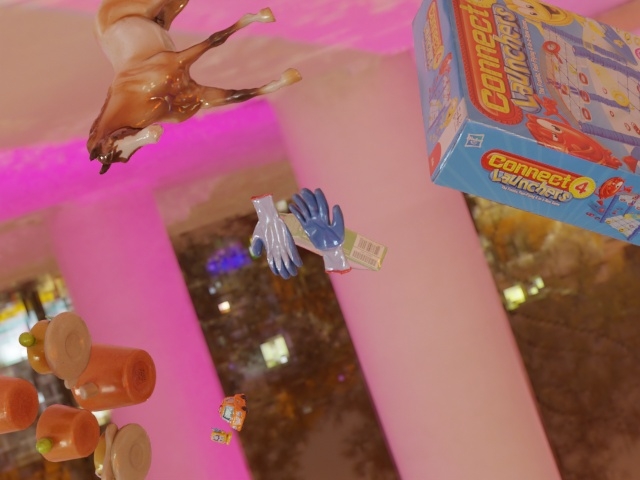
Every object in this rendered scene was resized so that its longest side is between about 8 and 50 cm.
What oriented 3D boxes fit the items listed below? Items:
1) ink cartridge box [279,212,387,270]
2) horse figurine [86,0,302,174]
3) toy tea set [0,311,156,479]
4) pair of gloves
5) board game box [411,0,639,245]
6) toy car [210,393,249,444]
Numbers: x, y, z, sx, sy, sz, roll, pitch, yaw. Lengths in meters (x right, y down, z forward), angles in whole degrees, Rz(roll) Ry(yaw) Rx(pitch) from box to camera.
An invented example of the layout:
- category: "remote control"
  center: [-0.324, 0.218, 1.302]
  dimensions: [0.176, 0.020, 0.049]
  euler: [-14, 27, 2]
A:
- category: "ink cartridge box"
  center: [0.000, 0.000, 2.260]
  dimensions: [0.171, 0.056, 0.235]
  euler: [24, 170, -22]
- category: "horse figurine"
  center: [-0.127, -0.171, 0.996]
  dimensions: [0.174, 0.263, 0.066]
  euler: [-25, 143, 3]
- category: "toy tea set"
  center: [-0.343, 0.200, 1.547]
  dimensions: [0.124, 0.200, 0.336]
  euler: [-5, 155, 27]
- category: "pair of gloves"
  center: [-0.040, -0.010, 1.972]
  dimensions: [0.198, 0.159, 0.023]
  euler: [-6, -158, 34]
- category: "board game box"
  center: [0.262, -0.146, 1.315]
  dimensions: [0.301, 0.308, 0.086]
  euler: [16, 130, -15]
- category: "toy car"
  center: [-0.138, 0.270, 1.734]
  dimensions: [0.040, 0.060, 0.122]
  euler: [14, 129, -12]
